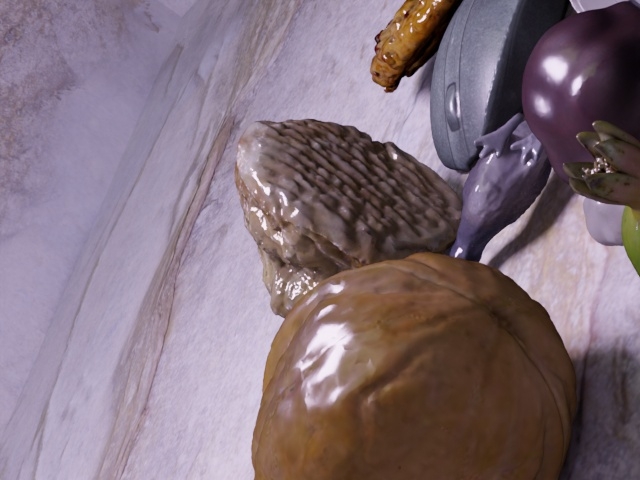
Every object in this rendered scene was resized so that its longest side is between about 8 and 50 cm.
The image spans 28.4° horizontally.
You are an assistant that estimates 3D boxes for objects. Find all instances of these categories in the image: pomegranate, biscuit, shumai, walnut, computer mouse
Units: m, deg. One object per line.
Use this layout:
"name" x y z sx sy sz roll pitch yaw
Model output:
"pomegranate" 0.313 -0.032 1.052 0.187 0.225 0.187 -160 90 -77
"biscuit" 0.180 -0.365 1.931 0.289 0.081 0.334 -48 -2 -31
"shumai" 0.000 0.000 1.689 0.262 0.314 0.267 -62 -3 37
"walnut" 0.079 0.170 1.213 0.333 0.333 0.333 -47 22 26
"computer mouse" 0.236 -0.274 1.760 0.203 0.114 0.374 -20 42 59

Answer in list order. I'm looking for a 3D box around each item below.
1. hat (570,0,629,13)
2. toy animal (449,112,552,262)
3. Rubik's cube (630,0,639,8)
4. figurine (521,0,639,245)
"hat" 0.385 -0.334 1.458 0.203 0.203 0.126 -45 8 30
"toy animal" 0.230 -0.097 1.465 0.367 0.081 0.206 -58 -16 -1
"Rubik's cube" 0.453 -0.296 1.011 0.303 0.301 0.305 -16 44 62
"figurine" 0.371 -0.186 1.294 0.365 0.206 0.218 -34 42 -6
